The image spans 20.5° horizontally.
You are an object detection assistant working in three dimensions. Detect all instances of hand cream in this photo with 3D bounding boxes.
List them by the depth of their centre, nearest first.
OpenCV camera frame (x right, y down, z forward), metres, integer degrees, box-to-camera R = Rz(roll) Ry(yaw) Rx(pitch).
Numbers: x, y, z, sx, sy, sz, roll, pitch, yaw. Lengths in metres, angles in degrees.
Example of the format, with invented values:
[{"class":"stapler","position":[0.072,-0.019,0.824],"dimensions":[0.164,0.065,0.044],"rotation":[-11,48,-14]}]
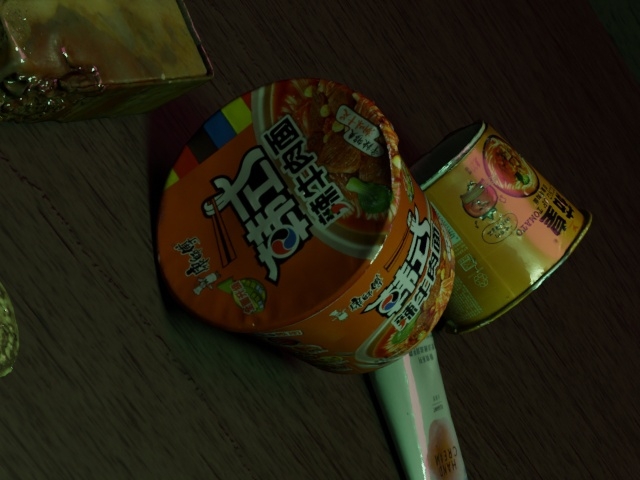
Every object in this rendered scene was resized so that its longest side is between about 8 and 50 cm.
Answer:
[{"class":"hand cream","position":[0.102,0.171,1.861],"dimensions":[0.124,0.077,0.341],"rotation":[-9,80,-64]}]

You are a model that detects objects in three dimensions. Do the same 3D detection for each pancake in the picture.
[{"class":"pancake","position":[-0.265,0.057,1.338],"dimensions":[0.115,0.011,0.115],"rotation":[43,33,-37]}]

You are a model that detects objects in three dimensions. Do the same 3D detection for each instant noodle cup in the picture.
[{"class":"instant noodle cup","position":[0.000,0.000,1.641],"dimensions":[0.192,0.250,0.250],"rotation":[41,34,-54]},{"class":"instant noodle cup","position":[0.176,-0.023,2.025],"dimensions":[0.172,0.215,0.216],"rotation":[49,28,-9]}]

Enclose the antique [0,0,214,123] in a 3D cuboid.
[{"class":"antique","position":[-0.213,-0.160,1.546],"dimensions":[0.310,0.087,0.093],"rotation":[-16,83,-64]}]
